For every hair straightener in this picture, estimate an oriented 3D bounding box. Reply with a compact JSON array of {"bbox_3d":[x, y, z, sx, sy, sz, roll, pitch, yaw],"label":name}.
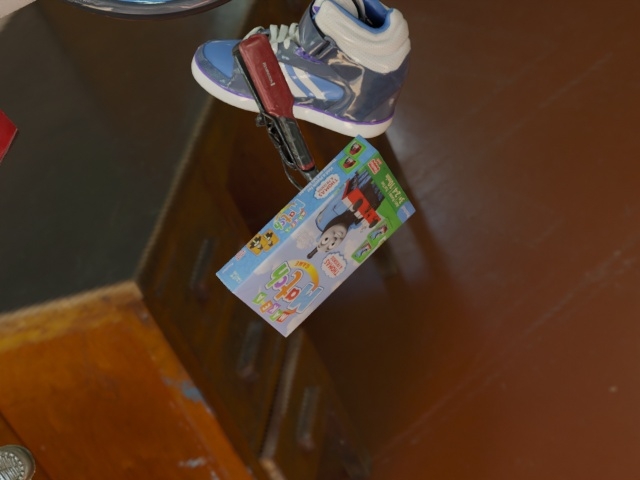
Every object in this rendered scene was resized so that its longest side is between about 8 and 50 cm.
[{"bbox_3d":[-0.046,-0.150,1.491,0.047,0.230,0.089,-33,13,-15],"label":"hair straightener"}]

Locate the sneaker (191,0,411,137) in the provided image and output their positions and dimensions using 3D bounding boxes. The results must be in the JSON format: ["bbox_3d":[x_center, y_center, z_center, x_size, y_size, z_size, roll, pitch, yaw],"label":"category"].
[{"bbox_3d":[-0.026,-0.292,1.674,0.323,0.236,0.130,19,45,11],"label":"sneaker"}]

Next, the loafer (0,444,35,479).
[{"bbox_3d":[-0.355,0.253,1.271,0.148,0.056,0.050,-28,0,31],"label":"loafer"}]

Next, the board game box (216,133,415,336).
[{"bbox_3d":[0.000,0.000,1.299,0.211,0.160,0.039,-44,61,-1],"label":"board game box"}]

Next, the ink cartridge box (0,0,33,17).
[{"bbox_3d":[-0.342,-0.376,1.358,0.289,0.121,0.211,-26,-8,3],"label":"ink cartridge box"}]

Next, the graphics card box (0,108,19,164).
[{"bbox_3d":[-0.402,-0.049,0.719,0.371,0.094,0.232,22,75,18],"label":"graphics card box"}]

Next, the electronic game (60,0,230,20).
[{"bbox_3d":[-0.114,-0.251,0.764,0.229,0.229,0.048,-33,-7,-11],"label":"electronic game"}]
